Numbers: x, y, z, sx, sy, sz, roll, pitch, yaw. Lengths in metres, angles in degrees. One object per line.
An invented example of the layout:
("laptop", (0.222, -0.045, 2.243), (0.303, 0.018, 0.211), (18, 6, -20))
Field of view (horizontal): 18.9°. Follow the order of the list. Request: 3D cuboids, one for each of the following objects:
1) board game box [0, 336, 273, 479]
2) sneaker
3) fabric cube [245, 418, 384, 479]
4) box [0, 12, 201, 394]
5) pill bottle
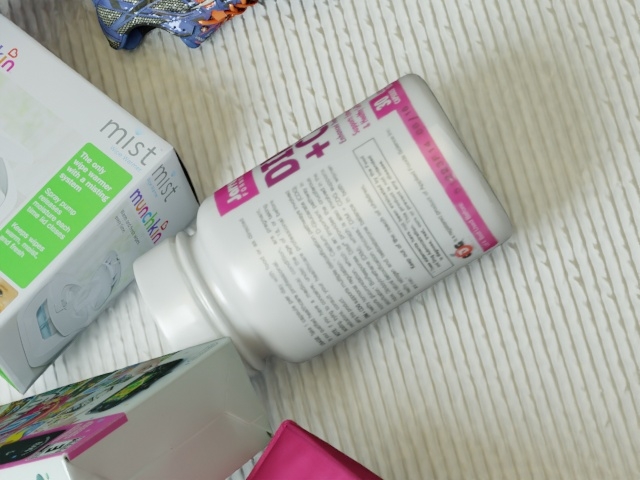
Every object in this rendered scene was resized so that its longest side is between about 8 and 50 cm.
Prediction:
("board game box", (-0.221, 0.187, 1.494), (0.303, 0.224, 0.098), (-19, 98, 36))
("sneaker", (-0.099, -0.215, 1.710), (0.221, 0.083, 0.087), (-6, 88, 19))
("fabric cube", (0.036, 0.320, 1.387), (0.254, 0.258, 0.259), (34, 86, -18))
("box", (-0.277, -0.043, 1.654), (0.262, 0.127, 0.231), (38, 76, 24))
("pill bottle", (0.000, 0.000, 1.577), (0.283, 0.160, 0.160), (-32, 71, 5))
